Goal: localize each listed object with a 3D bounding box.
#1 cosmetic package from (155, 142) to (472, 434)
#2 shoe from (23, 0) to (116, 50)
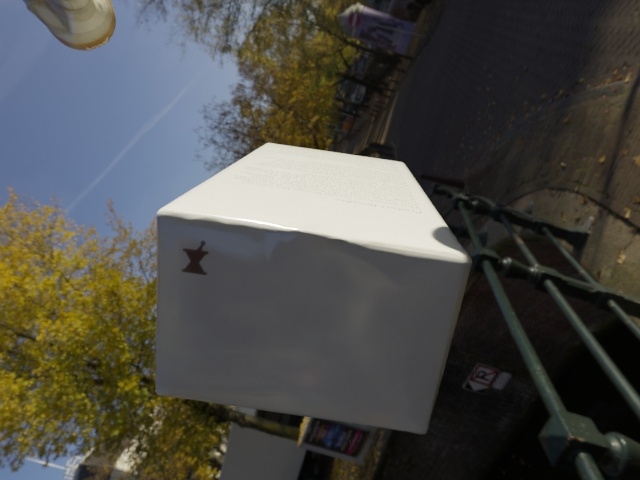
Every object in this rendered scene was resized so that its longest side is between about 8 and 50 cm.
[{"bbox_3d":[0.000,0.000,0.568,0.453,0.230,0.161,-76,-6,-72],"label":"cosmetic package"},{"bbox_3d":[-0.230,-0.251,0.358,0.077,0.219,0.058,-35,2,-6],"label":"shoe"}]
